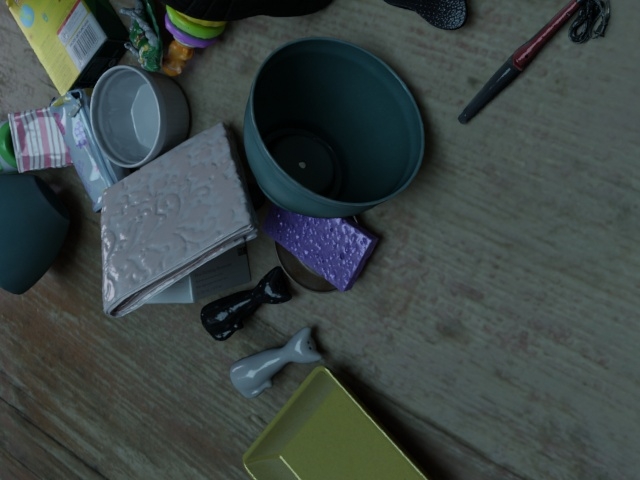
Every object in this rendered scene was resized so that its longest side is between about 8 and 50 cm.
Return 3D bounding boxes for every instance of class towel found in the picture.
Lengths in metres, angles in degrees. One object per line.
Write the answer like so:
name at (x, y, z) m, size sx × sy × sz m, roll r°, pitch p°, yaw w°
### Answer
towel at (-0.628, -0.241, 1.600) m, size 0.197 × 0.029 × 0.144 m, roll -8°, pitch 96°, yaw 5°
towel at (-0.276, -0.049, 1.284) m, size 0.317 × 0.053 × 0.332 m, roll -29°, pitch 44°, yaw 9°

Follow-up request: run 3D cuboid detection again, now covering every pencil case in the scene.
pencil case at (-0.493, -0.198, 1.514) m, size 0.124 × 0.113 × 0.273 m, roll -22°, pitch 91°, yaw 55°

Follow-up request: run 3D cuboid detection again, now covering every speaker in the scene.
speaker at (-0.832, -0.226, 1.726) m, size 0.296 × 0.131 × 0.131 m, roll -3°, pitch 98°, yaw 33°

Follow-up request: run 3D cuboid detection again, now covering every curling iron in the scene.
curling iron at (0.312, -0.265, 1.034) m, size 0.274 × 0.035 × 0.068 m, roll -37°, pitch 79°, yaw 32°

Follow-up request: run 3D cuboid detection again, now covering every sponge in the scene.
sponge at (-0.006, -0.012, 1.250) m, size 0.210 × 0.031 × 0.117 m, roll 37°, pitch 117°, yaw 22°

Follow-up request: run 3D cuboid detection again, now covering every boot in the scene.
boot at (-0.156, -0.505, 1.097) m, size 0.138 × 0.377 × 0.284 m, roll -41°, pitch 71°, yaw 46°

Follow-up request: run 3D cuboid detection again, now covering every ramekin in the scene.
ramekin at (-0.369, -0.259, 1.431) m, size 0.207 × 0.109 × 0.207 m, roll 8°, pitch 104°, yaw 32°

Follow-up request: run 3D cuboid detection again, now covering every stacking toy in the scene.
stacking toy at (-0.236, -0.430, 1.300) m, size 0.302 × 0.165 × 0.175 m, roll -54°, pitch 54°, yaw 40°

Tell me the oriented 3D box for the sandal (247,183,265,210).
sandal at (-0.227, -0.086, 1.390) m, size 0.254 × 0.097 × 0.054 m, roll 16°, pitch 135°, yaw 30°

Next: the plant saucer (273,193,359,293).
plant saucer at (0.000, 0.000, 1.289) m, size 0.198 × 0.036 × 0.199 m, roll 7°, pitch 104°, yaw 31°

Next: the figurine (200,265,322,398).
figurine at (-0.111, 0.183, 1.373) m, size 0.209 × 0.092 × 0.215 m, roll -31°, pitch 83°, yaw 29°

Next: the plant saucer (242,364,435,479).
plant saucer at (0.045, 0.447, 1.326) m, size 0.333 × 0.081 × 0.333 m, roll 46°, pitch 120°, yaw 18°

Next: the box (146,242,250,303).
box at (-0.270, 0.049, 1.385) m, size 0.181 × 0.181 × 0.119 m, roll -4°, pitch 98°, yaw 33°

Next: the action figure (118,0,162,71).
action figure at (-0.355, -0.413, 1.370) m, size 0.137 × 0.063 × 0.232 m, roll -61°, pitch 41°, yaw 39°

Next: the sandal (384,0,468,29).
sandal at (0.172, -0.387, 1.103) m, size 0.179 × 0.040 × 0.067 m, roll 38°, pitch 113°, yaw 37°

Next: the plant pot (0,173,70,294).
plant pot at (-0.716, -0.045, 1.628) m, size 0.195 × 0.290 × 0.290 m, roll -35°, pitch 78°, yaw -4°

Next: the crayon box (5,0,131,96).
crayon box at (-0.571, -0.501, 1.528) m, size 0.202 × 0.081 × 0.319 m, roll -38°, pitch 79°, yaw 32°

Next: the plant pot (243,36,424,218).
plant pot at (-0.004, -0.157, 1.138) m, size 0.293 × 0.293 × 0.196 m, roll 62°, pitch 150°, yaw 7°
